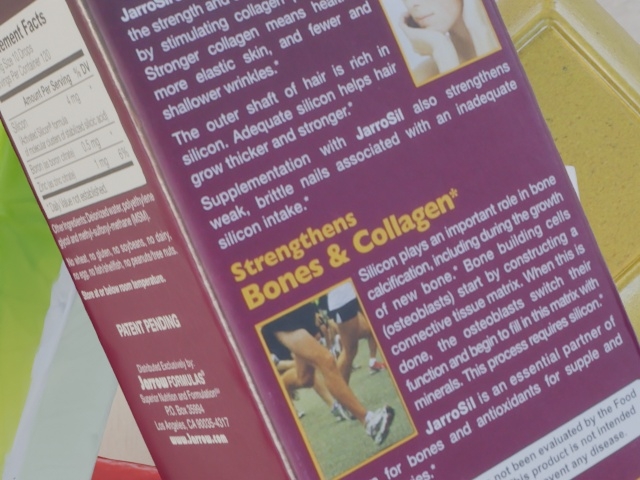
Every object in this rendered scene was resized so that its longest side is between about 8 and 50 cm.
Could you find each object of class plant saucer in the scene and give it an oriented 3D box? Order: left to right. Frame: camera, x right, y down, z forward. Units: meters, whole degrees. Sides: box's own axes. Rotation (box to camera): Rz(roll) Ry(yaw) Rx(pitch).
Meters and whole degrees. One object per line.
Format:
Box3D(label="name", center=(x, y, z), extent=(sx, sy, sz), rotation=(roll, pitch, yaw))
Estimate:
Box3D(label="plant saucer", center=(0.200, -0.046, 1.580), extent=(0.333, 0.081, 0.333), rotation=(-42, 79, -2))

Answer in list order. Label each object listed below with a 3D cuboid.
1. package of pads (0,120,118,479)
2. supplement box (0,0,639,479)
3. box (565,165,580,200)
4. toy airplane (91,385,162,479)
Box3D(label="package of pads", center=(-0.181, 0.025, 0.646), extent=(0.229, 0.296, 0.101), rotation=(34, 26, 33))
Box3D(label="supplement box", center=(0.000, 0.000, 0.437), extent=(0.104, 0.081, 0.188), rotation=(-26, 96, -28))
Box3D(label="box", center=(0.071, 0.072, 0.802), extent=(0.103, 0.114, 0.203), rotation=(0, 45, -1))
Box3D(label="toy airplane", center=(-0.146, 0.195, 1.033), extent=(0.384, 0.272, 0.386), rotation=(45, 49, 3))
